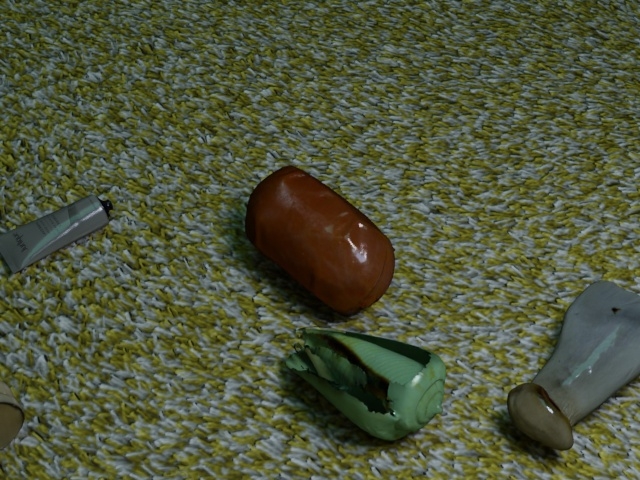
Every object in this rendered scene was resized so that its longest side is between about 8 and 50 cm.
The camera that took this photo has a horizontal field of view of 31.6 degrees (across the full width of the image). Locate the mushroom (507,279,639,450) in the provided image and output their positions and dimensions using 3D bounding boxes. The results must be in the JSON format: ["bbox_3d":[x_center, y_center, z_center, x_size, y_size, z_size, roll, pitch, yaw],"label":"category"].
[{"bbox_3d":[0.380,0.179,1.640,0.159,0.122,0.328,3,32,49],"label":"mushroom"}]

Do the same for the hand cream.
[{"bbox_3d":[-0.407,-0.017,1.754,0.186,0.054,0.087,-28,53,-20],"label":"hand cream"}]

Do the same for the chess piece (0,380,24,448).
[{"bbox_3d":[-0.535,0.122,1.572,0.117,0.117,0.397,-20,52,-23],"label":"chess piece"}]

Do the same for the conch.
[{"bbox_3d":[0.055,0.186,1.561,0.250,0.137,0.143,23,50,14],"label":"conch"}]

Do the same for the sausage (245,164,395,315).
[{"bbox_3d":[0.001,-0.001,1.713,0.268,0.153,0.141,42,97,27],"label":"sausage"}]
